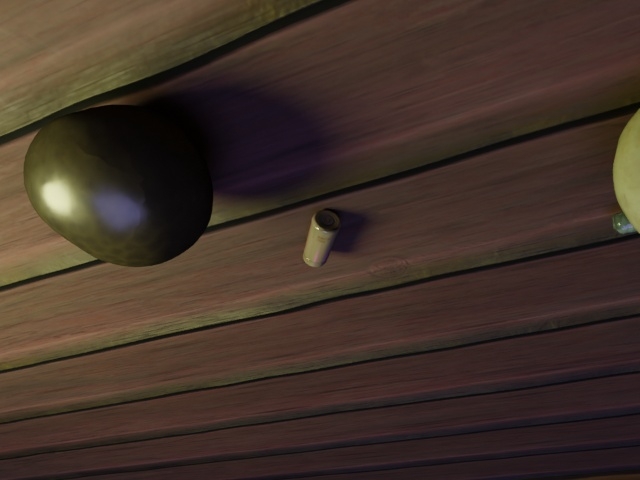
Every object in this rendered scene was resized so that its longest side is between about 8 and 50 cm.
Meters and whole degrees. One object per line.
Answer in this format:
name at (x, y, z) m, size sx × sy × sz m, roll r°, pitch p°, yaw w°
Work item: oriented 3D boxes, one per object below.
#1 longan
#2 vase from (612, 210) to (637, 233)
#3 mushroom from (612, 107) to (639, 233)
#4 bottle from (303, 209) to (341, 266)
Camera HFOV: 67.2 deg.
longan at (-0.229, -0.066, 0.575) m, size 0.198 × 0.198 × 0.212 m, roll -31°, pitch 123°, yaw 32°
vase at (0.510, -0.054, 0.648) m, size 0.211 × 0.060 × 0.060 m, roll -21°, pitch 133°, yaw 25°
mushroom at (0.456, -0.086, 0.521) m, size 0.245 × 0.202 × 0.247 m, roll 3°, pitch 99°, yaw 19°
bottle at (0.000, 0.000, 0.740) m, size 0.045 × 0.045 × 0.097 m, roll 9°, pitch 139°, yaw -8°
